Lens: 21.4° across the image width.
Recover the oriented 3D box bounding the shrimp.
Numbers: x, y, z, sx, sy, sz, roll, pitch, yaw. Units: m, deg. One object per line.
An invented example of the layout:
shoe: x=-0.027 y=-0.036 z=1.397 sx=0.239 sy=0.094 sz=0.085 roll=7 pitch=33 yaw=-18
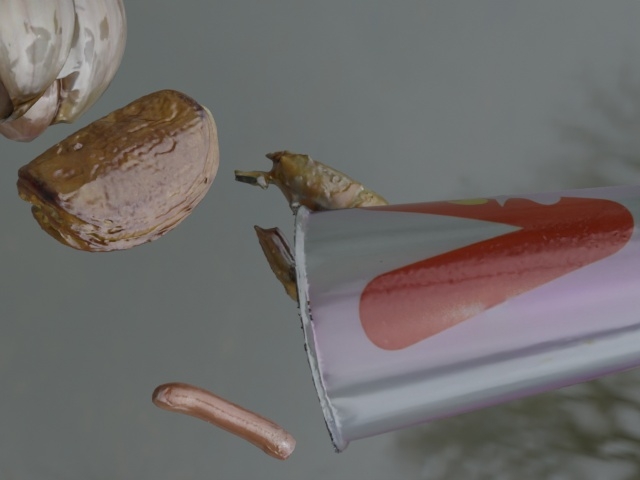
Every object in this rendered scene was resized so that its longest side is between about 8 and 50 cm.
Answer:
shrimp: x=-0.001 y=0.000 z=1.455 sx=0.132 sy=0.187 sz=0.051 roll=-50 pitch=170 yaw=22

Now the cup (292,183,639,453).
cup: x=0.137 y=0.043 z=1.307 sx=0.203 sy=0.288 sz=0.203 roll=-9 pitch=90 yaw=-82

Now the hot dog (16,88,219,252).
hot dog: x=-0.257 y=-0.091 z=2.204 sx=0.272 sy=0.196 sz=0.122 roll=-36 pitch=145 yaw=-34

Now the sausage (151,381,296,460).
sausage: x=-0.116 y=0.216 z=2.065 sx=0.043 sy=0.186 sz=0.043 roll=-63 pitch=-172 yaw=16

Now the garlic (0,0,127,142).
garlic: x=-0.246 y=-0.191 z=1.495 sx=0.160 sy=0.214 sz=0.191 roll=-23 pitch=102 yaw=-24
